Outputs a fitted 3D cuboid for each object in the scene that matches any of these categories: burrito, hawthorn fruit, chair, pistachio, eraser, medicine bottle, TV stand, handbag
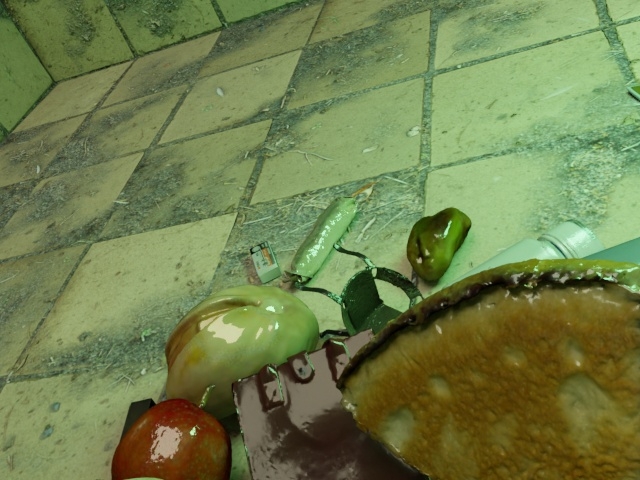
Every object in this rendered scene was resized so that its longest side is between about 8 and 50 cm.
[{"bbox_3d":[0.000,0.000,1.527,0.082,0.059,0.275,-4,40,39],"label":"burrito"},{"bbox_3d":[-0.221,0.336,1.084,0.196,0.196,0.226,15,80,43],"label":"hawthorn fruit"},{"bbox_3d":[0.085,0.123,1.244,0.213,0.149,0.174,17,49,38],"label":"chair"},{"bbox_3d":[-0.149,0.202,1.223,0.308,0.230,0.230,-37,33,12],"label":"pistachio"},{"bbox_3d":[-0.128,0.048,1.568,0.052,0.029,0.122,-26,35,-1],"label":"eraser"},{"bbox_3d":[0.342,0.078,1.136,0.258,0.143,0.143,-31,35,-6],"label":"medicine bottle"},{"bbox_3d":[-0.344,0.405,1.233,0.048,0.040,0.257,-16,36,12],"label":"TV stand"},{"bbox_3d":[0.231,-0.006,1.351,0.110,0.100,0.189,11,50,35],"label":"pistachio"},{"bbox_3d":[0.009,0.298,1.030,0.259,0.084,0.276,-22,61,7],"label":"handbag"}]

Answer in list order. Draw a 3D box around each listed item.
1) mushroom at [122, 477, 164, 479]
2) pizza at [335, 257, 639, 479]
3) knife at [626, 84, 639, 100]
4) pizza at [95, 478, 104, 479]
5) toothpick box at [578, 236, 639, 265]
[{"bbox_3d":[-0.265,0.485,0.870,0.356,0.315,0.315,-45,28,25],"label":"mushroom"},{"bbox_3d":[0.245,0.172,0.816,0.434,0.392,0.080,32,29,22],"label":"pizza"},{"bbox_3d":[0.771,-0.275,1.424,0.061,0.027,0.343,-31,35,0],"label":"knife"},{"bbox_3d":[-0.413,0.480,1.164,0.185,0.036,0.176,-63,16,-11],"label":"pizza"},{"bbox_3d":[0.447,0.113,0.954,0.354,0.263,0.263,-22,35,4],"label":"toothpick box"}]
